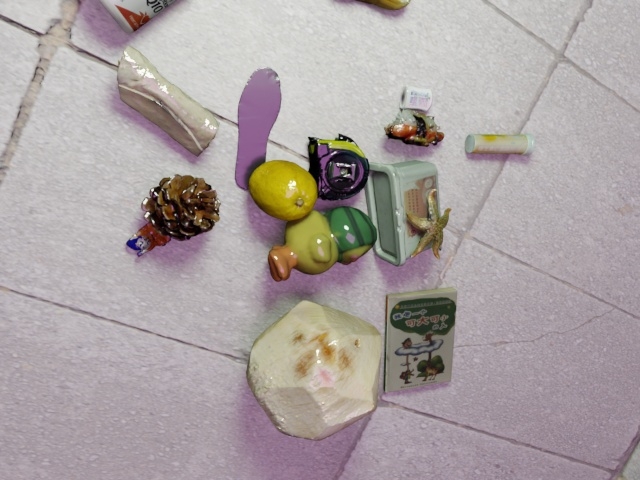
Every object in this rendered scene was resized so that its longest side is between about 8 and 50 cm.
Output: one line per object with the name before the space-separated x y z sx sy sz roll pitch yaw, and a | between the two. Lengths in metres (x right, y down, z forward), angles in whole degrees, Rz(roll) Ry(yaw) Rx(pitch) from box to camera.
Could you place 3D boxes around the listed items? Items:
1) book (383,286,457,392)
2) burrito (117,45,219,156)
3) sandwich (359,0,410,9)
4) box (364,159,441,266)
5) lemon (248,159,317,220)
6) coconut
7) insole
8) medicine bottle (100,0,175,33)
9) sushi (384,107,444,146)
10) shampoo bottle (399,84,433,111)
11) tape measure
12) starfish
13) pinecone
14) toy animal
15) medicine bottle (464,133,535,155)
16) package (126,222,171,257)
book | 0.349 0.352 1.738 0.261 0.043 0.370 -6 107 -14
burrito | -0.396 -0.352 1.272 0.299 0.143 0.105 39 59 -27
sandwich | 0.144 -0.763 1.339 0.251 0.087 0.226 5 104 -18
box | 0.263 -0.100 1.527 0.183 0.175 0.311 -17 110 -22
lemon | -0.104 -0.143 1.377 0.170 0.207 0.169 -25 133 -31
coconut | -0.001 0.374 1.478 0.416 0.344 0.414 -4 107 -12
insole | -0.182 -0.315 1.410 0.119 0.009 0.348 6 103 -17
medicine bottle | -0.396 -0.639 1.174 0.289 0.157 0.157 -38 112 -3
sushi | 0.283 -0.339 1.496 0.226 0.097 0.102 4 111 -33
shampoo bottle | 0.295 -0.430 1.501 0.099 0.043 0.072 2 106 -18
tape measure | 0.053 -0.213 1.456 0.186 0.112 0.198 -2 107 -18
starfish | 0.315 -0.047 1.456 0.176 0.053 0.207 16 85 -26
pinecone | -0.362 -0.085 1.316 0.184 0.205 0.179 -45 117 -18
toy animal | 0.000 -0.003 1.456 0.339 0.216 0.191 -18 83 -14
medicine bottle | 0.580 -0.312 1.606 0.218 0.074 0.073 -2 106 -14
package | -0.485 -0.002 1.396 0.111 0.033 0.077 -39 89 -18
